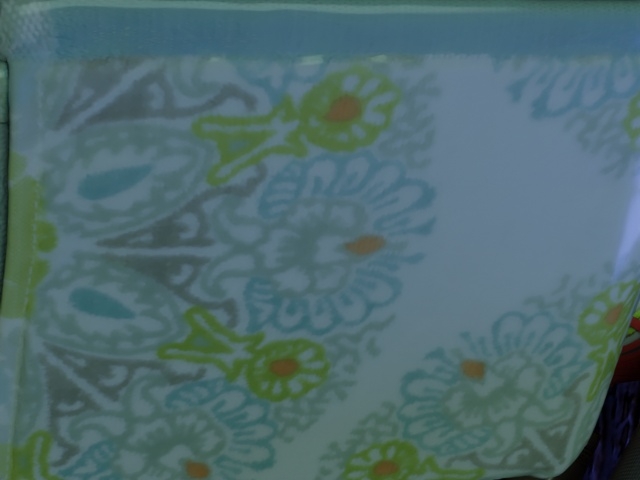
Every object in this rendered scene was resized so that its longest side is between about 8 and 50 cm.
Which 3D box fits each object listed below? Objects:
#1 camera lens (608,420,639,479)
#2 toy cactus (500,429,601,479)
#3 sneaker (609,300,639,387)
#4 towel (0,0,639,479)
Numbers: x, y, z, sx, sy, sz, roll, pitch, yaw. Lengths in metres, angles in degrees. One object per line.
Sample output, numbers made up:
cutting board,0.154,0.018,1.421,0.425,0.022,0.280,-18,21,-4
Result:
camera lens,0.265,0.209,0.776,0.219,0.219,0.274,44,68,-25
toy cactus,0.124,0.196,0.857,0.219,0.112,0.180,31,95,-24
sneaker,0.168,0.054,0.860,0.279,0.107,0.118,16,104,-24
towel,0.000,0.000,0.632,0.375,0.090,0.320,-2,130,-18
